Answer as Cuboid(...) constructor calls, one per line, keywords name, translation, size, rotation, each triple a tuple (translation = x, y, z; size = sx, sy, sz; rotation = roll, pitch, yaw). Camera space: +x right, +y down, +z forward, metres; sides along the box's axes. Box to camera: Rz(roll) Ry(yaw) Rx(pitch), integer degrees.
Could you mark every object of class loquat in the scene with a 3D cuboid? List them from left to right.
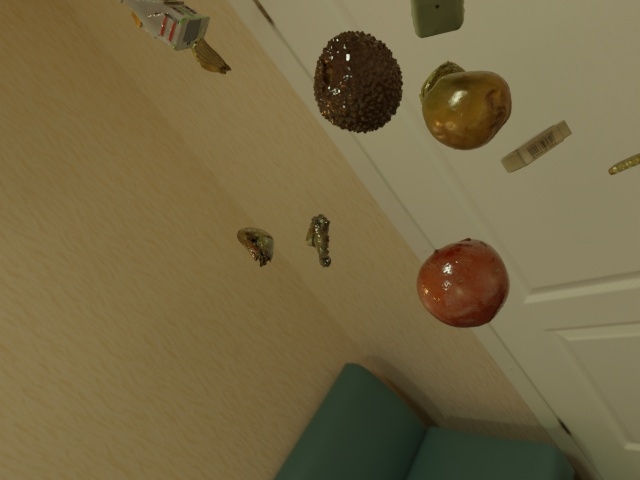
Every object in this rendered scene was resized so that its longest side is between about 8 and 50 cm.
Cuboid(name="loquat", translation=(0.498, -0.455, 1.438), size=(0.276, 0.276, 0.284), rotation=(-41, 57, -8))

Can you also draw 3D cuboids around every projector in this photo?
Cuboid(name="projector", translation=(0.355, -0.768, 1.290), size=(0.163, 0.242, 0.177), rotation=(-5, 63, 20))

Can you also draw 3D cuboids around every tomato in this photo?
Cuboid(name="tomato", translation=(0.419, 0.132, 1.226), size=(0.265, 0.265, 0.265), rotation=(-36, 14, 11))

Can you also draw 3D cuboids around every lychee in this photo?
Cuboid(name="lychee", translation=(0.115, -0.440, 1.184), size=(0.267, 0.267, 0.267), rotation=(-36, 14, 11))

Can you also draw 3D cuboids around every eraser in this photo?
Cuboid(name="eraser", translation=(0.907, -0.394, 1.761), size=(0.279, 0.081, 0.124), rotation=(-33, 0, -13))

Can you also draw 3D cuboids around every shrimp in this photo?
Cuboid(name="shrimp", translation=(-0.233, 0.019, 1.534), size=(0.061, 0.145, 0.267), rotation=(-60, 27, 25))

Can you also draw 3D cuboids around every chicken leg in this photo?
Cuboid(name="chicken leg", translation=(-0.002, 0.001, 1.470), size=(0.125, 0.081, 0.196), rotation=(146, 125, -68))

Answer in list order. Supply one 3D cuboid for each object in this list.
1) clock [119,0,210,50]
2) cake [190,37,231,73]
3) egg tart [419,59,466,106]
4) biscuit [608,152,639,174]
Cuboid(name="clock", translation=(-0.666, -0.960, 1.761), size=(0.166, 0.310, 0.235), rotation=(-57, 3, 33))
Cuboid(name="cake", translation=(-0.448, -0.741, 1.726), size=(0.079, 0.116, 0.185), rotation=(-61, -7, -13))
Cuboid(name="egg tart", translation=(0.523, -0.627, 1.779), size=(0.232, 0.252, 0.098), rotation=(2, 16, -10))
Cuboid(name="biscuit", translation=(0.936, -0.252, 1.132), size=(0.172, 0.029, 0.254), rotation=(-19, -6, -42))
